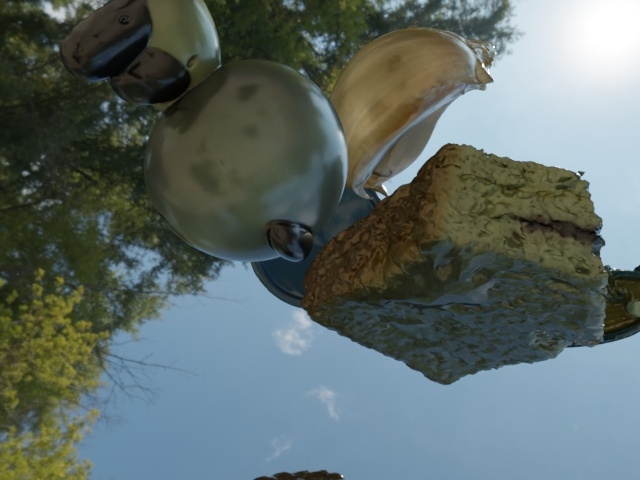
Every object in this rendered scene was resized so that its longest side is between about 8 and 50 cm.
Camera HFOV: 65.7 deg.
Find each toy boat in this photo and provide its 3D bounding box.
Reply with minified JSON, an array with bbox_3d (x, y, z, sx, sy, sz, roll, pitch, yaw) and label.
[{"bbox_3d":[0.356,0.091,0.681,0.237,0.098,0.110,-18,-107,26],"label":"toy boat"}]

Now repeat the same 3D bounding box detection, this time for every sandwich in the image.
[{"bbox_3d":[0.167,0.045,0.574,0.325,0.262,0.131,-38,-152,47],"label":"sandwich"}]

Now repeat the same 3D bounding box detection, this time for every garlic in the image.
[{"bbox_3d":[0.119,-0.209,0.800,0.313,0.249,0.286,-37,-146,36],"label":"garlic"}]

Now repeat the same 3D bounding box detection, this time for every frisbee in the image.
[{"bbox_3d":[0.000,-0.002,0.984,0.289,0.290,0.049,-33,-161,-2],"label":"frisbee"}]

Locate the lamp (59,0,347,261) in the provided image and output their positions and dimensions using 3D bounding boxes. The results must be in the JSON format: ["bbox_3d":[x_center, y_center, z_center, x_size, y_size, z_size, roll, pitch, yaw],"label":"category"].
[{"bbox_3d":[-0.084,-0.094,0.428,0.197,0.244,0.198,-35,-157,17],"label":"lamp"}]

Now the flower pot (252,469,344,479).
[{"bbox_3d":[-0.042,0.376,0.467,0.301,0.213,0.302,-38,-136,48],"label":"flower pot"}]
